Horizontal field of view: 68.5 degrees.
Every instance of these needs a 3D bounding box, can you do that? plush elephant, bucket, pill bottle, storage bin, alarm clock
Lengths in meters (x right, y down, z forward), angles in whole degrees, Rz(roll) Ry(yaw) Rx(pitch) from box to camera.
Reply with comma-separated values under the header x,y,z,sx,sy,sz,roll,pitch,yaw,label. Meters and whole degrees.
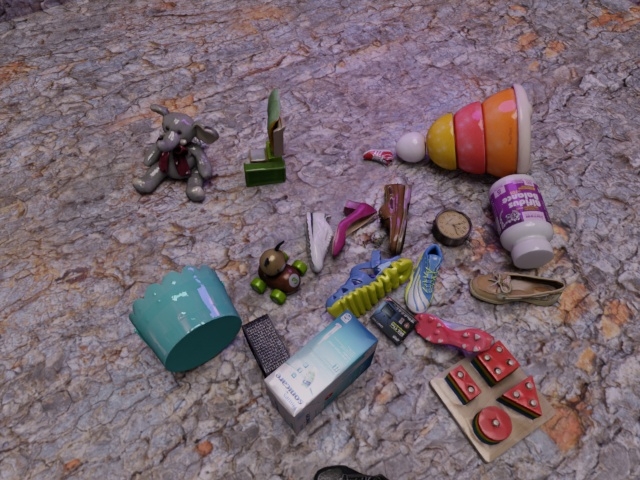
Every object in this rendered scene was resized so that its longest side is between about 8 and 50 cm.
x,y,z,sx,sy,sz,roll,pitch,yaw,label
-0.514,-0.340,1.696,0.271,0.255,0.330,15,58,9,plush elephant
-0.371,0.226,1.333,0.281,0.281,0.183,-31,64,-19,bucket
0.684,-0.063,1.593,0.169,0.169,0.302,-1,57,-2,pill bottle
-0.150,0.319,1.358,0.084,0.122,0.180,-24,61,-16,storage bin
0.471,-0.032,1.631,0.129,0.064,0.192,-39,63,-23,alarm clock

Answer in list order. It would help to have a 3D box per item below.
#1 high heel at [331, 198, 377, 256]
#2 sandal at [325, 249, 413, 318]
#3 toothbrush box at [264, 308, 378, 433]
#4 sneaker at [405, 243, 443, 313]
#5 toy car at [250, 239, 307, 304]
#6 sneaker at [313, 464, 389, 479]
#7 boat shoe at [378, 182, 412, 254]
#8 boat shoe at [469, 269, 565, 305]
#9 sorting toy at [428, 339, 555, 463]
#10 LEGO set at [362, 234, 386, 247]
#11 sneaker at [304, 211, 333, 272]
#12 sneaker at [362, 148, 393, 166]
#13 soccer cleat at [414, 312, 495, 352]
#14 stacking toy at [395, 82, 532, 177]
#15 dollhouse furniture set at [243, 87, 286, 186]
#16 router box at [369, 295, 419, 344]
x,y,z,sx,sy,sz,roll,pitch,yaw,label
0.115,-0.035,1.626,0.117,0.082,0.244,19,53,4,high heel
0.140,0.134,1.496,0.317,0.126,0.138,-30,49,-23,sandal
0.004,0.359,1.280,0.295,0.216,0.126,-36,64,-22,toothbrush box
0.332,0.110,1.499,0.091,0.126,0.240,15,58,8,sneaker
-0.134,0.080,1.473,0.149,0.188,0.155,27,61,16,toy car
0.094,0.612,1.171,0.227,0.130,0.087,14,56,10,sneaker
0.252,-0.077,1.640,0.104,0.111,0.307,8,48,9,boat shoe
0.626,0.144,1.504,0.285,0.089,0.105,2,58,1,boat shoe
0.488,0.433,1.317,0.257,0.089,0.255,-26,61,-17,sorting toy
0.187,0.006,1.630,0.083,0.023,0.054,-3,54,12,LEGO set
0.000,0.000,1.593,0.094,0.090,0.235,3,58,-11,sneaker
0.227,-0.319,1.824,0.118,0.042,0.067,-6,54,-8,sneaker
0.391,0.274,1.397,0.248,0.095,0.083,10,92,46,soccer cleat
0.519,-0.381,1.755,0.479,0.351,0.351,-2,56,16,stacking toy
-0.211,-0.367,1.692,0.151,0.301,0.198,-6,60,-8,dollhouse furniture set
0.225,0.244,1.440,0.122,0.038,0.092,40,96,23,router box
